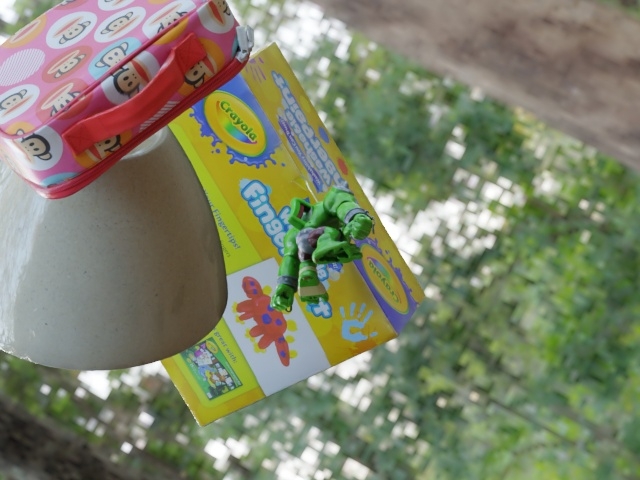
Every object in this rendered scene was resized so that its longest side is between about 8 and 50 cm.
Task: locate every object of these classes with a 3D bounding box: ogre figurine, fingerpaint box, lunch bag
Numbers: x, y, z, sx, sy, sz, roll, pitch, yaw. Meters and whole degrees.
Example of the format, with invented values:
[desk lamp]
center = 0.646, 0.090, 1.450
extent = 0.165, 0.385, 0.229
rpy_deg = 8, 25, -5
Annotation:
[ogre figurine]
center = 0.000, 0.000, 2.230
extent = 0.197, 0.096, 0.118
rpy_deg = 114, 160, -45
[fingerpaint box]
center = -0.121, -0.005, 2.461
extent = 0.371, 0.445, 0.163
rpy_deg = -27, 10, 27
[lunch bag]
center = -0.223, -0.178, 1.790
extent = 0.293, 0.258, 0.120
rpy_deg = -38, -58, -11

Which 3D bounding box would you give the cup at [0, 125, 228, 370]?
[cup]
center = -0.271, -0.035, 2.034
extent = 0.331, 0.331, 0.237
rpy_deg = -43, -34, -50
